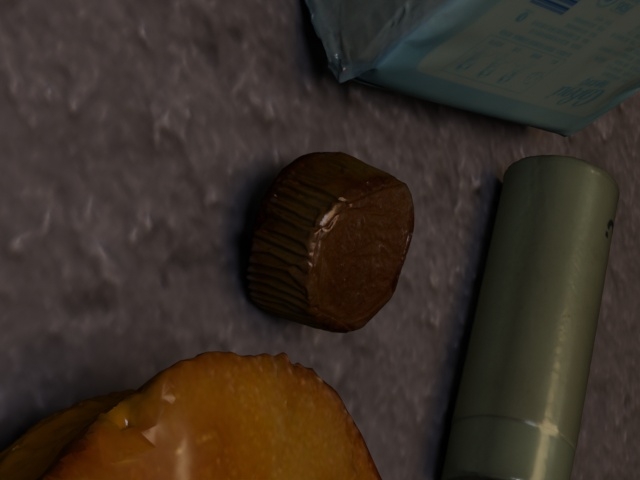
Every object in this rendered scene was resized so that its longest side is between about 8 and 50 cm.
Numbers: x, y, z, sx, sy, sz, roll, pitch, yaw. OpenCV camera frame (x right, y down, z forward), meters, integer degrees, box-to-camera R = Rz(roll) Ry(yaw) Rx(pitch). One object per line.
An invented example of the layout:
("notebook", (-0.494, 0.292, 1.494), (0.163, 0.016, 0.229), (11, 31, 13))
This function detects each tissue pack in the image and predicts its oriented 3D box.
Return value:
("tissue pack", (0.128, -0.144, 0.719), (0.263, 0.177, 0.089), (2, 57, -55))

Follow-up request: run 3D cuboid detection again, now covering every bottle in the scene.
("bottle", (0.123, 0.053, 0.778), (0.072, 0.072, 0.201), (43, 53, -45))

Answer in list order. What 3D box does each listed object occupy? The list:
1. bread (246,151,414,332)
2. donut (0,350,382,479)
("bread", (0.000, 0.000, 0.623), (0.085, 0.053, 0.085), (-28, 128, -43))
("donut", (-0.045, 0.167, 0.489), (0.253, 0.118, 0.253), (1, 89, -56))
